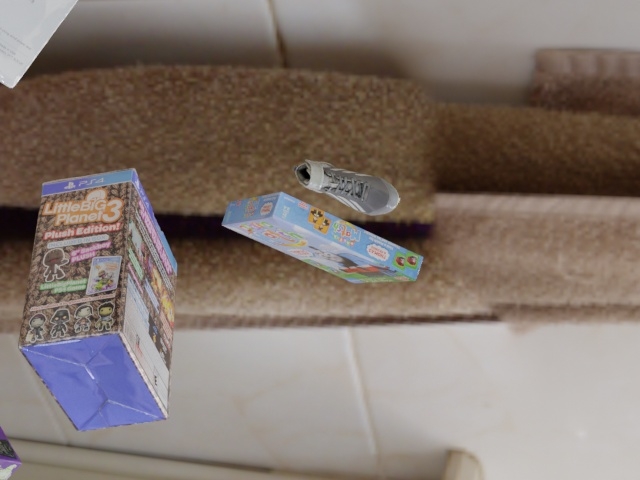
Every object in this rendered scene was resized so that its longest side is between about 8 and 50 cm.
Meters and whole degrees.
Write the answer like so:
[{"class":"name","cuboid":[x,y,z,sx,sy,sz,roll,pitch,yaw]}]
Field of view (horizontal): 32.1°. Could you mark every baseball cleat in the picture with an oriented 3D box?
[{"class":"baseball cleat","cuboid":[0.037,-0.093,1.985,0.109,0.205,0.072,3,101,-52]}]

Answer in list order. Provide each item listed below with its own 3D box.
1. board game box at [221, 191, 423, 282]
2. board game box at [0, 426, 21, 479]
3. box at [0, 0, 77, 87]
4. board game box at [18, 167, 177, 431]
[{"class":"board game box","cuboid":[0.000,0.000,1.414,0.211,0.160,0.039,25,76,-24]},{"class":"board game box","cuboid":[-0.581,0.192,1.591,0.056,0.347,0.208,-43,152,3]},{"class":"box","cuboid":[-0.409,-0.315,1.343,0.182,0.119,0.181,-53,138,3]},{"class":"board game box","cuboid":[-0.309,0.086,1.600,0.232,0.141,0.291,74,10,-49]}]
